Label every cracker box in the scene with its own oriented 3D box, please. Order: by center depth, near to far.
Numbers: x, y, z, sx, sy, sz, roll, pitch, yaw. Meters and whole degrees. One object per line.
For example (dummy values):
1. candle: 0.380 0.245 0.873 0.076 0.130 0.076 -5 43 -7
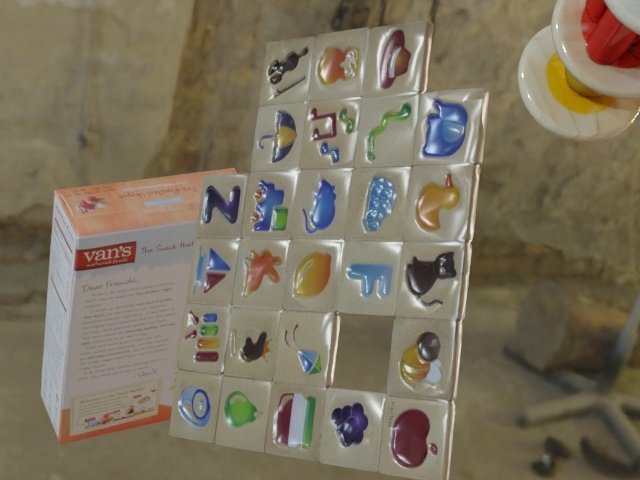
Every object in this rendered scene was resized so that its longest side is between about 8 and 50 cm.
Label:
1. cracker box: -0.146 0.056 0.992 0.156 0.232 0.067 -8 43 -27

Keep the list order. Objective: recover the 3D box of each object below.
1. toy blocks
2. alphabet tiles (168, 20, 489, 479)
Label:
1. toy blocks: 0.129 -0.109 0.415 0.054 0.123 0.148 32 -14 3
2. alphabet tiles: 0.000 0.000 0.647 0.198 0.237 0.009 1 -10 42
